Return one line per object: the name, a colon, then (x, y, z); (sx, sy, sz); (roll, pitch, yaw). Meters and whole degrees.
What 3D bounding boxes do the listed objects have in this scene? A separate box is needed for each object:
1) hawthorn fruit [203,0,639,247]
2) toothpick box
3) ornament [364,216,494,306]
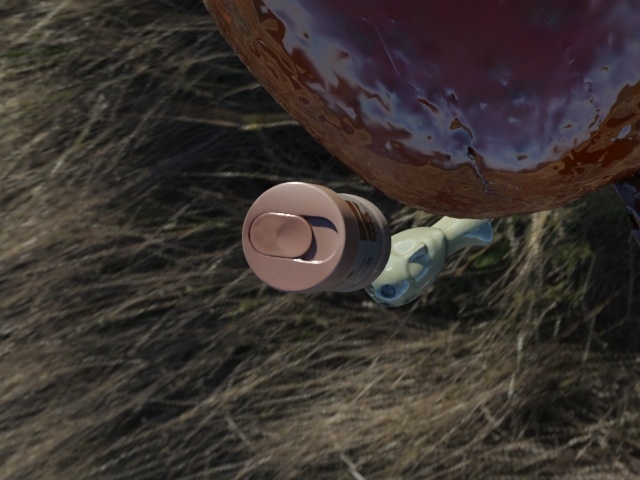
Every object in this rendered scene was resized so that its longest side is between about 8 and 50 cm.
hawthorn fruit: (0.092, -0.117, 0.526); (0.276, 0.276, 0.307); (-16, 106, 31)
toothpick box: (0.000, 0.000, 1.087); (0.098, 0.149, 0.098); (-1, 88, 19)
ornament: (0.113, 0.012, 1.298); (0.075, 0.156, 0.081); (54, 157, 11)
